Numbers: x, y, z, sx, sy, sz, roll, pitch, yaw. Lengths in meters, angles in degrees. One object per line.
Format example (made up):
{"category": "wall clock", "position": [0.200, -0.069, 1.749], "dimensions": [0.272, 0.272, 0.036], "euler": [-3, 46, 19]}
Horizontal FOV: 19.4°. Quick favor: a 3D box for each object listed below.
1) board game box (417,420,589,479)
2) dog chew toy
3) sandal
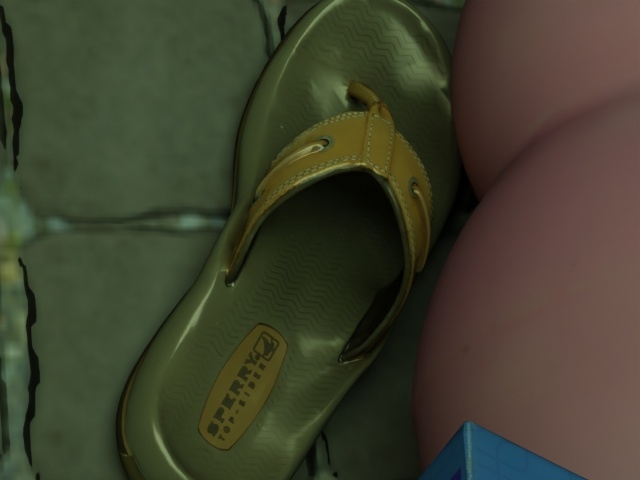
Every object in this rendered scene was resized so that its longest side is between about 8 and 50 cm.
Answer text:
{"category": "board game box", "position": [0.044, 0.156, 0.426], "dimensions": [0.160, 0.210, 0.047], "euler": [28, 29, -14]}
{"category": "dog chew toy", "position": [0.128, -0.028, 0.533], "dimensions": [0.206, 0.206, 0.332], "euler": [11, 61, -20]}
{"category": "sandal", "position": [0.000, 0.000, 0.545], "dimensions": [0.072, 0.049, 0.180], "euler": [32, 62, -11]}
